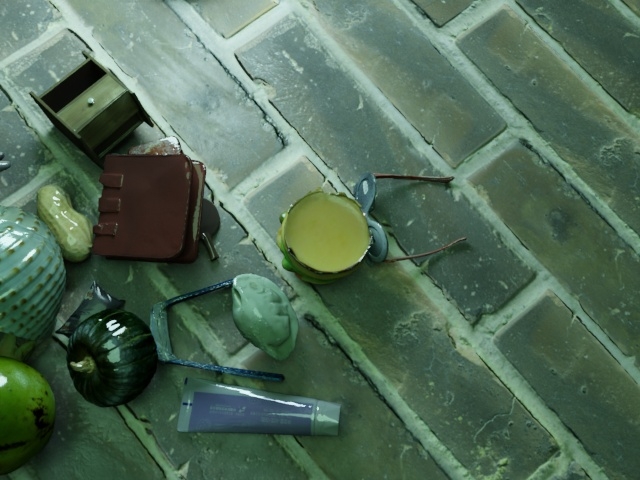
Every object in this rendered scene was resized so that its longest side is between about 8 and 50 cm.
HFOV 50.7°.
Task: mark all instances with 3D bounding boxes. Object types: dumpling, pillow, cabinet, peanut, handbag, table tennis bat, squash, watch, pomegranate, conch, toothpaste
[{"bbox_3d":[-0.135,0.175,1.548,0.108,0.152,0.219,-24,93,15],"label":"dumpling"},{"bbox_3d":[-0.539,0.180,1.591,0.090,0.048,0.150,32,73,5],"label":"pillow"},{"bbox_3d":[-0.560,-0.323,1.659,0.215,0.148,0.175,40,75,22],"label":"cabinet"},{"bbox_3d":[-0.617,-0.045,1.630,0.098,0.090,0.214,-36,80,0],"label":"peanut"},{"bbox_3d":[-0.407,-0.077,1.591,0.275,0.084,0.260,1,84,24],"label":"handbag"},{"bbox_3d":[-0.273,-0.045,1.629,0.107,0.119,0.170,-20,82,-27],"label":"table tennis bat"},{"bbox_3d":[-0.463,0.261,1.496,0.218,0.172,0.218,2,105,9],"label":"squash"},{"bbox_3d":[-0.251,0.239,1.591,0.274,0.068,0.276,-15,75,-13],"label":"watch"},{"bbox_3d":[-0.689,0.345,1.443,0.260,0.260,0.340,5,49,-2],"label":"pomegranate"},{"bbox_3d":[-0.677,0.058,1.494,0.319,0.303,0.215,42,95,-23],"label":"conch"},{"bbox_3d":[-0.140,0.390,1.546,0.371,0.080,0.125,5,74,3],"label":"toothpaste"}]

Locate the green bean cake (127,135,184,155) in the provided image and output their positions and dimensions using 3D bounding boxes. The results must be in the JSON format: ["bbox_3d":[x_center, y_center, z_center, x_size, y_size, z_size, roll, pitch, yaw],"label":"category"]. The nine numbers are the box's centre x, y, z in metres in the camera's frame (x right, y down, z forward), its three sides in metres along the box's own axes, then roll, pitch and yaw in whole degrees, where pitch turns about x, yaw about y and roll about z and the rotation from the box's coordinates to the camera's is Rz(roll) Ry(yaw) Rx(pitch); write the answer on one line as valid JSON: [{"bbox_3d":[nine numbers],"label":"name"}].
[{"bbox_3d":[-0.405,-0.186,1.701,0.135,0.056,0.135,-18,76,-5],"label":"green bean cake"}]

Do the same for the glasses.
[{"bbox_3d":[0.221,-0.058,1.716,0.268,0.118,0.234,-1,71,-25],"label":"glasses"}]

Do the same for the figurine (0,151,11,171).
[{"bbox_3d":[-0.916,-0.136,1.545,0.378,0.266,0.361,-10,73,-8],"label":"figurine"}]

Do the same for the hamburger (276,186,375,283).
[{"bbox_3d":[0.000,0.000,1.627,0.237,0.149,0.237,4,71,-11],"label":"hamburger"}]
